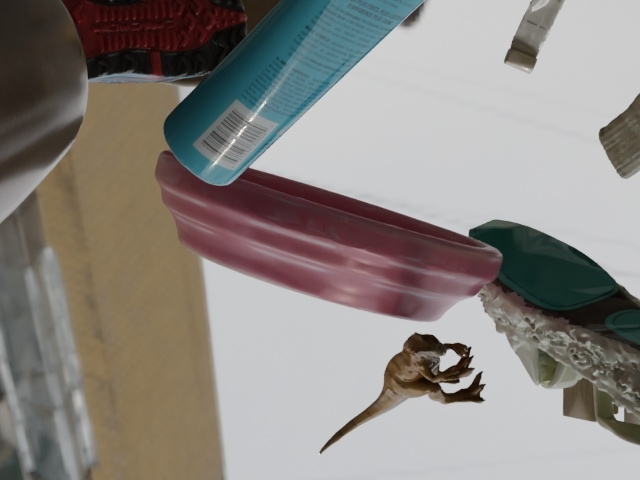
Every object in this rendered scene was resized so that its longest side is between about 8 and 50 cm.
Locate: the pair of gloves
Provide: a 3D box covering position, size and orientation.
[{"bbox_3d":[0.457,-0.095,2.005,0.042,0.204,0.240,-23,-109,-38],"label":"pair of gloves"}]

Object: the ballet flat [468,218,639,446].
[{"bbox_3d":[0.272,0.112,1.650,0.147,0.147,0.409,-27,-143,-25],"label":"ballet flat"}]

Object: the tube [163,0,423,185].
[{"bbox_3d":[-0.002,-0.110,0.889,0.080,0.207,0.052,8,-131,-49],"label":"tube"}]

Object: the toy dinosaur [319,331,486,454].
[{"bbox_3d":[0.080,0.123,1.473,0.112,0.211,0.064,6,-123,-15],"label":"toy dinosaur"}]

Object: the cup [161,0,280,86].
[{"bbox_3d":[-0.177,-0.405,2.233,0.331,0.331,0.237,-13,-143,-11],"label":"cup"}]

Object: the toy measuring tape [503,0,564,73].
[{"bbox_3d":[0.286,-0.299,1.881,0.121,0.330,0.121,15,-139,-13],"label":"toy measuring tape"}]

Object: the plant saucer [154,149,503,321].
[{"bbox_3d":[0.000,0.000,1.544,0.332,0.084,0.332,17,-176,-1],"label":"plant saucer"}]

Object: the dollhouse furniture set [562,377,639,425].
[{"bbox_3d":[0.406,0.104,1.765,0.242,0.161,0.212,8,-167,40],"label":"dollhouse furniture set"}]

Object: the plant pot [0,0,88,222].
[{"bbox_3d":[-0.254,-0.076,0.960,0.263,0.263,0.229,18,-156,22],"label":"plant pot"}]

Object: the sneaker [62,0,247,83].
[{"bbox_3d":[-0.194,-0.150,1.260,0.262,0.104,0.125,1,174,-28],"label":"sneaker"}]
